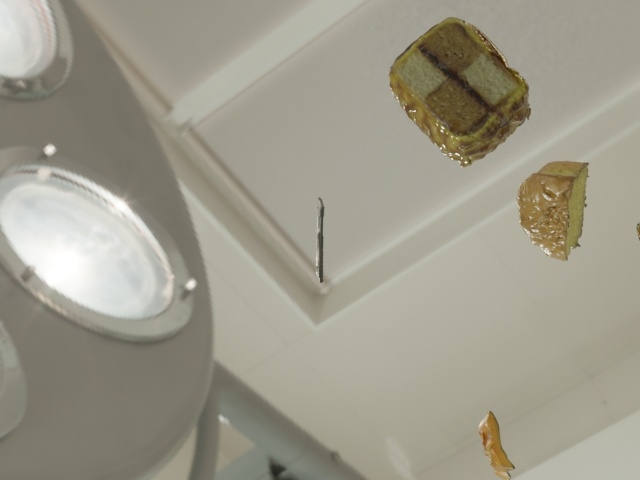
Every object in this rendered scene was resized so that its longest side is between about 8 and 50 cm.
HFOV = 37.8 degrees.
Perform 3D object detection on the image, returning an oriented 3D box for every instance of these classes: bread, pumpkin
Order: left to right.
[{"bbox_3d":[0.226,-0.241,1.500,0.222,0.181,0.096,52,177,27],"label":"bread"},{"bbox_3d":[0.259,0.312,1.407,0.073,0.035,0.101,78,173,-67],"label":"pumpkin"},{"bbox_3d":[0.505,-0.075,2.034,0.139,0.143,0.229,23,136,33],"label":"bread"}]

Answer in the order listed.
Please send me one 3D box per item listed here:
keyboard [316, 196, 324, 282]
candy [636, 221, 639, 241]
[{"bbox_3d":[0.000,0.000,2.276,0.061,0.013,0.204,-108,17,-65],"label":"keyboard"},{"bbox_3d":[0.571,0.036,1.505,0.060,0.060,0.201,42,-157,-43],"label":"candy"}]
